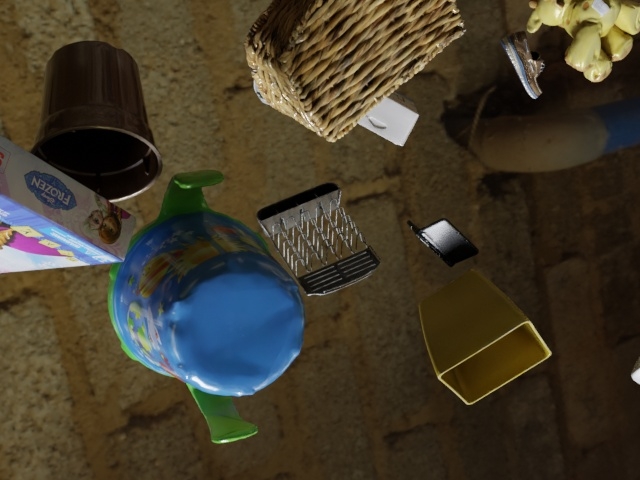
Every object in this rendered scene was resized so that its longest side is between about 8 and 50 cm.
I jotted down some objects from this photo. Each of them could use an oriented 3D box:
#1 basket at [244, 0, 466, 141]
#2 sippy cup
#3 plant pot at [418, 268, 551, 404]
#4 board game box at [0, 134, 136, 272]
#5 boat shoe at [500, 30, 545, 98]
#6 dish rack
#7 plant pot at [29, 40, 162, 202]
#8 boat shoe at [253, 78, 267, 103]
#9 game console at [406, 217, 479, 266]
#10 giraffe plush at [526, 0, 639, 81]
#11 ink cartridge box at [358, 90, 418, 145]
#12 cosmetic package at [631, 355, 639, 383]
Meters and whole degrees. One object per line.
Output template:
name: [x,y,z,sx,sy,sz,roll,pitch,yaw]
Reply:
basket: [0.024,-0.337,1.199,0.213,0.299,0.223,54,173,-38]
sippy cup: [-0.131,0.084,0.972,0.305,0.240,0.224,48,167,-21]
plant pot: [0.329,0.191,1.659,0.212,0.212,0.187,44,-165,-51]
board game box: [-0.442,-0.053,0.912,0.318,0.319,0.065,-6,62,34]
boat shoe: [0.490,-0.412,1.837,0.183,0.066,0.066,48,-158,-38]
dish rack: [0.000,0.000,1.759,0.271,0.208,0.074,55,163,41]
plant pot: [-0.298,-0.162,1.037,0.167,0.167,0.165,123,143,-52]
boat shoe: [-0.071,-0.353,1.780,0.320,0.118,0.103,-8,79,63]
game console: [0.256,-0.008,1.643,0.122,0.071,0.107,41,-171,-25]
giraffe plush: [0.484,-0.426,1.478,0.170,0.181,0.210,42,-179,40]
ink cartridge box: [0.140,-0.305,1.806,0.085,0.148,0.203,-61,7,17]
cosmetic package: [0.682,0.062,1.020,0.328,0.393,0.329,32,151,16]
